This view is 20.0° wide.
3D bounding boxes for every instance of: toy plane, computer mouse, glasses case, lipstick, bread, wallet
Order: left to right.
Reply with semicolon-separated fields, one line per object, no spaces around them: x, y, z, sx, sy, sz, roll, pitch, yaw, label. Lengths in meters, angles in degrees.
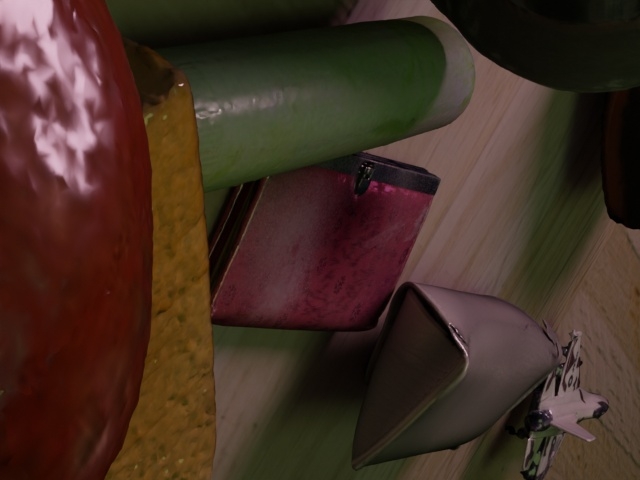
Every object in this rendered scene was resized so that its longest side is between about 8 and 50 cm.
-0.140;0.051;0.790;0.185;0.114;0.274;-41;147;-31;bread
-0.016;-0.074;0.946;0.304;0.076;0.076;-20;132;-56;lipstick
0.000;0.000;1.111;0.232;0.025;0.119;8;108;-63;wallet
0.087;0.096;1.304;0.128;0.083;0.308;-52;163;8;glasses case
0.217;0.153;1.648;0.234;0.082;0.160;-14;118;-77;toy plane
0.294;-0.142;1.431;0.183;0.116;0.323;-43;157;-39;computer mouse

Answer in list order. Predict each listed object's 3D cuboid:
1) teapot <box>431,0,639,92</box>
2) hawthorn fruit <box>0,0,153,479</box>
0.154;-0.242;0.882;0.300;0.253;0.344;-16;158;3;teapot
-0.189;-0.009;0.450;0.295;0.295;0.311;-62;155;-1;hawthorn fruit
